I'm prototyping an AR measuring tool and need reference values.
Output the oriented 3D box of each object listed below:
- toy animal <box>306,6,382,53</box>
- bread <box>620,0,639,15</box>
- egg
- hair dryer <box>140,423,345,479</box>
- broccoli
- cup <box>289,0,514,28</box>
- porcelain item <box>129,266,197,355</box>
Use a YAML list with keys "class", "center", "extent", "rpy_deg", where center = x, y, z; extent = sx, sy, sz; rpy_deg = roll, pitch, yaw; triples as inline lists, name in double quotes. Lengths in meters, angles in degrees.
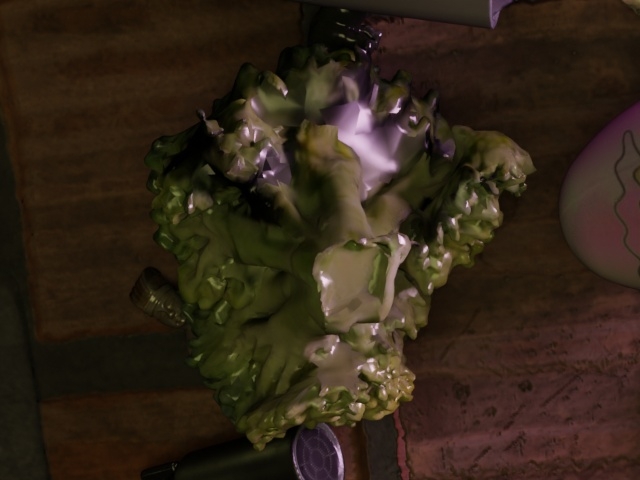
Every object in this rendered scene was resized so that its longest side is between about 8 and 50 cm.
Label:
- class: "toy animal"
  center: [0.021, -0.184, 1.656]
  extent: [0.065, 0.047, 0.135]
  rpy_deg: [21, 107, 8]
- class: "bread"
  center: [0.367, -0.296, 1.588]
  extent: [0.316, 0.054, 0.316]
  rpy_deg: [2, 101, 8]
- class: "egg"
  center: [0.333, -0.049, 1.564]
  extent: [0.271, 0.196, 0.196]
  rpy_deg: [-13, 98, 2]
- class: "hair dryer"
  center: [-0.032, 0.288, 1.739]
  extent: [0.196, 0.078, 0.248]
  rpy_deg: [-20, 112, 35]
- class: "broccoli"
  center: [-0.009, 0.007, 1.560]
  extent: [0.293, 0.281, 0.347]
  rpy_deg: [24, 89, -15]
- class: "cup"
  center: [-0.002, -0.315, 1.529]
  extent: [0.372, 0.253, 0.253]
  rpy_deg: [7, 101, 7]
- class: "porcelain item"
  center: [-0.080, 0.094, 1.714]
  extent: [0.213, 0.054, 0.084]
  rpy_deg: [32, 101, 2]
